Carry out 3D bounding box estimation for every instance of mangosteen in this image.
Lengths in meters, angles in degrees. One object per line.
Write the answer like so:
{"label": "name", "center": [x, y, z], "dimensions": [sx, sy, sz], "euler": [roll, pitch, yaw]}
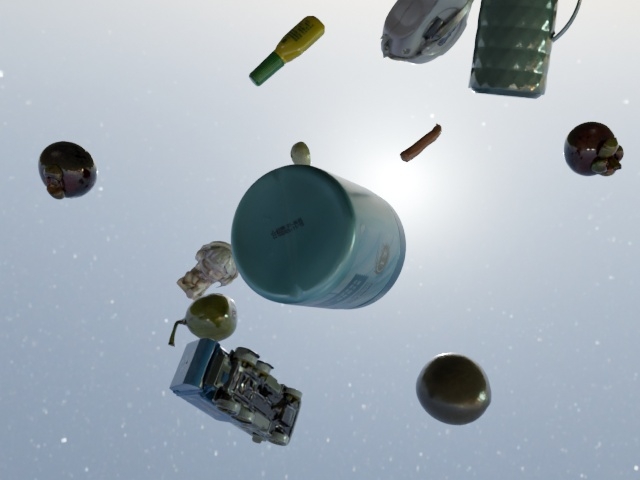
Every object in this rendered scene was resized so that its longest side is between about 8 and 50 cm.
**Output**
{"label": "mangosteen", "center": [0.856, -0.276, 2.148], "dimensions": [0.199, 0.200, 0.200], "euler": [1, -158, -1]}
{"label": "mangosteen", "center": [-0.634, -0.169, 1.720], "dimensions": [0.152, 0.153, 0.152], "euler": [1, -158, -1]}

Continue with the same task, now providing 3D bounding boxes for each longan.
{"label": "longan", "center": [0.347, 0.384, 1.798], "dimensions": [0.198, 0.198, 0.212], "euler": [10, -160, 20]}

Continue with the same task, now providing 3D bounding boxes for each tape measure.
{"label": "tape measure", "center": [0.234, -0.475, 1.477], "dimensions": [0.197, 0.236, 0.120], "euler": [2, -137, -53]}

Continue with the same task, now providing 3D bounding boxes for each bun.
{"label": "bun", "center": [-0.082, -0.335, 2.736], "dimensions": [0.069, 0.115, 0.115], "euler": [-13, -154, -14]}

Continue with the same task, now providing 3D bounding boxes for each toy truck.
{"label": "toy truck", "center": [-0.191, 0.356, 1.618], "dimensions": [0.175, 0.367, 0.146], "euler": [0, -124, 34]}

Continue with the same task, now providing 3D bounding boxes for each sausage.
{"label": "sausage", "center": [0.300, -0.287, 2.035], "dimensions": [0.158, 0.042, 0.036], "euler": [-41, -172, -5]}

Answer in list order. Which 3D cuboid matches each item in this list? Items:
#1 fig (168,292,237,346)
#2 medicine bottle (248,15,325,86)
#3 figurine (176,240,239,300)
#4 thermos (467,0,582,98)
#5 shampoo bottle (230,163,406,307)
{"label": "fig", "center": [-0.327, 0.223, 1.974], "dimensions": [0.186, 0.148, 0.142], "euler": [-2, -176, 26]}
{"label": "medicine bottle", "center": [-0.100, -0.544, 1.986], "dimensions": [0.260, 0.064, 0.095], "euler": [-43, -128, -6]}
{"label": "figurine", "center": [-0.372, 0.096, 2.372], "dimensions": [0.236, 0.162, 0.141], "euler": [-38, -174, 10]}
{"label": "thermos", "center": [0.375, -0.407, 1.264], "dimensions": [0.182, 0.287, 0.145], "euler": [13, -166, 24]}
{"label": "shampoo bottle", "center": [0.000, 0.000, 1.690], "dimensions": [0.331, 0.331, 0.342], "euler": [14, 179, 27]}
